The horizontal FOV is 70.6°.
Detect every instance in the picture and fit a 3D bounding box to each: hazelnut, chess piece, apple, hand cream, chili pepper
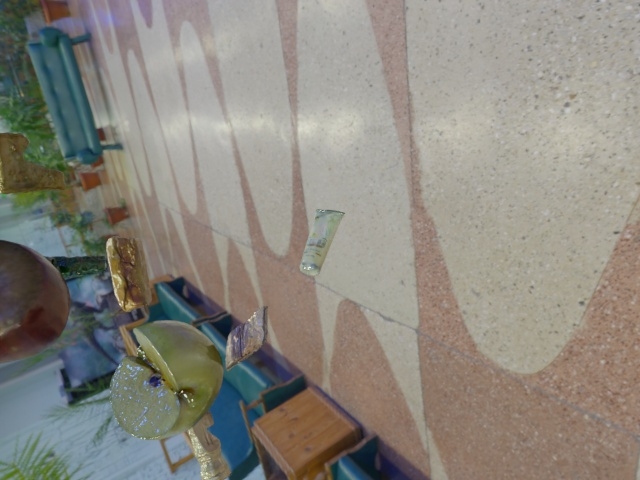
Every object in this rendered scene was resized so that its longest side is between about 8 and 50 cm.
[{"bbox_3d":[-1.009,0.200,1.430,0.409,0.359,0.359,36,140,18],"label":"hazelnut"},{"bbox_3d":[-0.492,0.888,1.947,0.137,0.137,0.301,-38,71,59],"label":"chess piece"},{"bbox_3d":[-0.395,0.355,1.203,0.258,0.233,0.295,23,99,42],"label":"apple"},{"bbox_3d":[0.000,0.000,0.853,0.061,0.143,0.039,5,150,23],"label":"hand cream"},{"bbox_3d":[-1.021,0.106,1.816,0.136,0.270,0.099,11,101,44],"label":"chili pepper"}]

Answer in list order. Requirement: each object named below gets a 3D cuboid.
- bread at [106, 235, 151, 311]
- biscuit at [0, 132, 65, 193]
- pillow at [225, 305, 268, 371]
[{"bbox_3d":[-0.871,0.148,2.044,0.195,0.149,0.344,176,84,-79],"label":"bread"},{"bbox_3d":[-0.870,-0.231,1.344,0.039,0.174,0.183,8,108,47],"label":"biscuit"},{"bbox_3d":[-0.216,0.285,1.301,0.232,0.043,0.126,-42,38,38],"label":"pillow"}]
